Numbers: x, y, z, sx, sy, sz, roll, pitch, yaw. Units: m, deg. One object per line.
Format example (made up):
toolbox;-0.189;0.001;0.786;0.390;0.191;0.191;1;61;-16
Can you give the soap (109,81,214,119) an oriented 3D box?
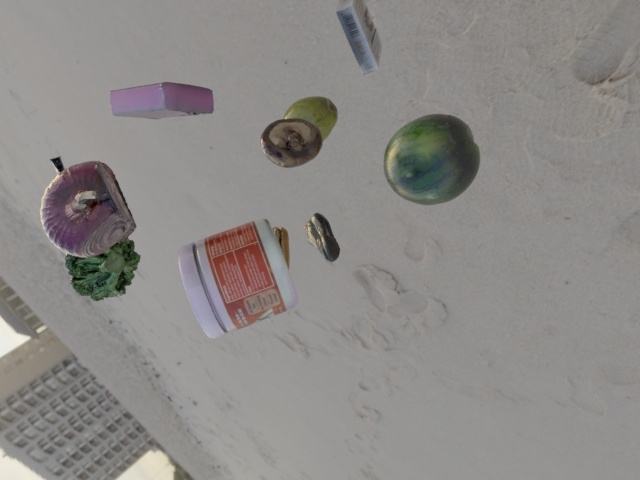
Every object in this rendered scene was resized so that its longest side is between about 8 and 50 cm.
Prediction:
soap;-0.472;-0.411;1.259;0.259;0.181;0.081;8;104;33

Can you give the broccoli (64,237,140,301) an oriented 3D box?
broccoli;-0.791;0.089;1.553;0.241;0.269;0.261;-7;154;42

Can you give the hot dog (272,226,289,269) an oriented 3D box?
hot dog;-0.199;0.054;2.009;0.100;0.068;0.249;2;110;11

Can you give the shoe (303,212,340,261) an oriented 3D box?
shoe;0.000;0.001;1.301;0.074;0.077;0.194;31;-151;-41

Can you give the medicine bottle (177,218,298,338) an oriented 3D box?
medicine bottle;-0.206;0.093;1.092;0.252;0.241;0.252;161;90;-83

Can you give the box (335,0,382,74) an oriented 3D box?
box;0.132;-0.692;1.397;0.067;0.149;0.233;-7;143;28

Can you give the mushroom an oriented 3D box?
mushroom;-0.107;-0.352;1.547;0.194;0.231;0.138;-121;25;-47

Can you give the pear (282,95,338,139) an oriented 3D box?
pear;-0.059;-0.617;2.218;0.307;0.253;0.253;-27;101;24

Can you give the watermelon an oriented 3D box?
watermelon;0.414;-0.298;1.602;0.363;0.363;0.363;36;148;28

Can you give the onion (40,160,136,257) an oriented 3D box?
onion;-0.695;-0.088;1.245;0.256;0.230;0.272;60;174;32

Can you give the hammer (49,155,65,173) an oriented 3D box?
hammer;-0.856;-0.179;1.448;0.290;0.037;0.137;48;151;29
